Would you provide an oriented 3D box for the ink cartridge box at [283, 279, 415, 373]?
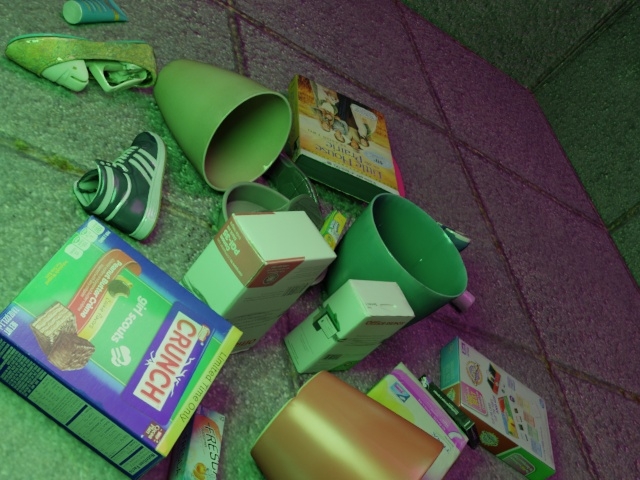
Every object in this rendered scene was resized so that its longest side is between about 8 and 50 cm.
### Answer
[{"bbox_3d":[0.059,0.176,1.699,0.160,0.219,0.093,6,48,-48],"label":"ink cartridge box"}]

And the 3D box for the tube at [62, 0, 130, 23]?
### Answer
[{"bbox_3d":[-0.541,-0.554,2.012,0.080,0.052,0.207,52,24,-3],"label":"tube"}]

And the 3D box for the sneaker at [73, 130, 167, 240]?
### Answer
[{"bbox_3d":[-0.393,-0.140,1.640,0.153,0.099,0.282,27,38,-32],"label":"sneaker"}]

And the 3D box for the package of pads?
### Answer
[{"bbox_3d":[0.158,0.402,1.672,0.229,0.101,0.296,50,31,9],"label":"package of pads"}]

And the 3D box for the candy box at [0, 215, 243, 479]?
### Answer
[{"bbox_3d":[-0.321,0.163,1.298,0.317,0.122,0.268,40,44,-11],"label":"candy box"}]

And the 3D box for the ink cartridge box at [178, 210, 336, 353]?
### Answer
[{"bbox_3d":[-0.140,0.083,1.506,0.207,0.283,0.117,-5,53,-53],"label":"ink cartridge box"}]

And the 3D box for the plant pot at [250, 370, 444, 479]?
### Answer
[{"bbox_3d":[0.032,0.372,1.416,0.243,0.275,0.275,41,29,14],"label":"plant pot"}]

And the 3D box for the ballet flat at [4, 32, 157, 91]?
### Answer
[{"bbox_3d":[-0.492,-0.371,1.778,0.348,0.123,0.123,-11,61,-48],"label":"ballet flat"}]

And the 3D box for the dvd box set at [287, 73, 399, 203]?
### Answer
[{"bbox_3d":[0.057,-0.281,2.310,0.307,0.062,0.421,22,35,-19],"label":"dvd box set"}]

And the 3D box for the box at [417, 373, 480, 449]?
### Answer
[{"bbox_3d":[0.281,0.375,1.823,0.162,0.029,0.116,45,-11,36],"label":"box"}]

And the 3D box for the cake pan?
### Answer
[{"bbox_3d":[-0.111,-0.004,1.870,0.293,0.054,0.293,31,33,-23],"label":"cake pan"}]

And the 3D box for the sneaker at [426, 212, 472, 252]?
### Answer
[{"bbox_3d":[0.248,0.012,2.233,0.127,0.182,0.315,23,8,-36],"label":"sneaker"}]

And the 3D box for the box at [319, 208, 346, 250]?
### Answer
[{"bbox_3d":[0.000,0.000,1.845,0.043,0.105,0.179,43,30,-9],"label":"box"}]

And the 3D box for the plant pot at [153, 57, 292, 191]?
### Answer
[{"bbox_3d":[-0.248,-0.293,1.892,0.274,0.257,0.256,41,26,27],"label":"plant pot"}]

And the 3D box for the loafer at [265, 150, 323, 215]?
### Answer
[{"bbox_3d":[-0.069,-0.150,2.065,0.268,0.096,0.084,54,25,18],"label":"loafer"}]

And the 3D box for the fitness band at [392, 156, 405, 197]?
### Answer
[{"bbox_3d":[0.156,-0.207,2.446,0.209,0.054,0.291,28,36,-28],"label":"fitness band"}]

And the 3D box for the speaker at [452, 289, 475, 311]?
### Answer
[{"bbox_3d":[0.360,0.132,2.290,0.136,0.055,0.055,43,30,-4],"label":"speaker"}]

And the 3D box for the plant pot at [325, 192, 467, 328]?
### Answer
[{"bbox_3d":[0.150,0.076,1.919,0.293,0.235,0.293,32,33,-24],"label":"plant pot"}]

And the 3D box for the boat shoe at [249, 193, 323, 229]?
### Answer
[{"bbox_3d":[-0.111,-0.010,1.743,0.118,0.103,0.320,60,35,-4],"label":"boat shoe"}]

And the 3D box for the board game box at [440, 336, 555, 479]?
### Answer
[{"bbox_3d":[0.429,0.410,2.032,0.316,0.064,0.242,36,32,-16],"label":"board game box"}]

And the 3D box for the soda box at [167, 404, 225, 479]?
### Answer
[{"bbox_3d":[-0.200,0.352,1.324,0.058,0.063,0.183,31,33,-22],"label":"soda box"}]
